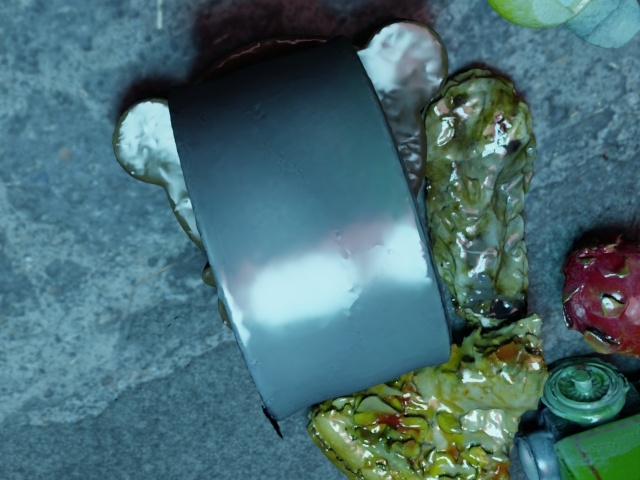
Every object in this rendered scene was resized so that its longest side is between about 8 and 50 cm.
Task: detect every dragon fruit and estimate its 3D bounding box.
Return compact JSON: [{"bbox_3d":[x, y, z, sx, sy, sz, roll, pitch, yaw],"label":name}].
[{"bbox_3d":[0.331,0.066,1.067,0.165,0.136,0.133,22,144,-12],"label":"dragon fruit"}]

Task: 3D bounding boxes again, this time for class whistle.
[{"bbox_3d":[0.224,-0.244,0.915,0.223,0.123,0.123,20,112,-42],"label":"whistle"}]

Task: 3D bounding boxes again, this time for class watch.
[{"bbox_3d":[0.000,0.000,0.841,0.313,0.327,0.335,-17,119,1],"label":"watch"}]

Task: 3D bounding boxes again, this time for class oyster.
[{"bbox_3d":[0.177,-0.012,1.031,0.128,0.078,0.345,-17,116,-13],"label":"oyster"}]

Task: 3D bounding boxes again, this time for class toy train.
[{"bbox_3d":[0.388,0.235,1.094,0.307,0.249,0.174,-16,121,-4],"label":"toy train"}]

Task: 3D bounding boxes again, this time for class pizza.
[{"bbox_3d":[0.159,0.228,1.087,0.287,0.074,0.251,-27,110,21],"label":"pizza"}]
